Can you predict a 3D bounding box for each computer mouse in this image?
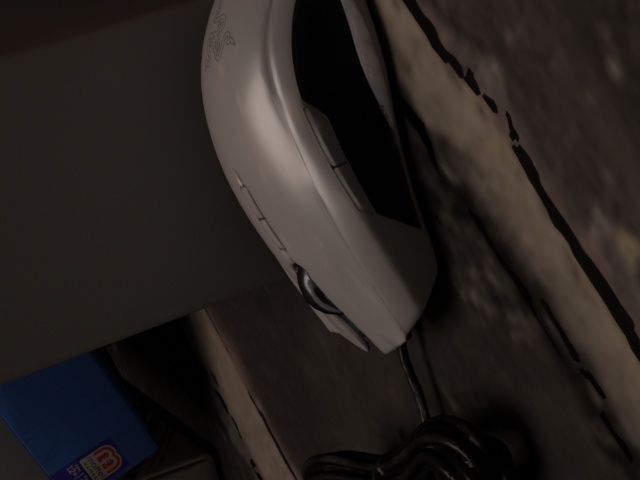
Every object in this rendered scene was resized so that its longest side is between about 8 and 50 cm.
[{"bbox_3d":[0.000,0.000,0.505,0.106,0.042,0.193,-5,104,66],"label":"computer mouse"}]

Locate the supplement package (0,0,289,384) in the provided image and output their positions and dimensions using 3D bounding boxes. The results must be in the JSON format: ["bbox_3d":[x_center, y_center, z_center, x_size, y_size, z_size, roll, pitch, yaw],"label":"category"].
[{"bbox_3d":[-0.116,-0.018,0.568,0.105,0.179,0.105,24,130,59],"label":"supplement package"}]

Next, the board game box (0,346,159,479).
[{"bbox_3d":[-0.156,-0.009,0.706,0.210,0.047,0.160,58,175,-28],"label":"board game box"}]

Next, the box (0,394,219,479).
[{"bbox_3d":[-0.139,0.122,0.830,0.275,0.094,0.113,26,131,57],"label":"box"}]
